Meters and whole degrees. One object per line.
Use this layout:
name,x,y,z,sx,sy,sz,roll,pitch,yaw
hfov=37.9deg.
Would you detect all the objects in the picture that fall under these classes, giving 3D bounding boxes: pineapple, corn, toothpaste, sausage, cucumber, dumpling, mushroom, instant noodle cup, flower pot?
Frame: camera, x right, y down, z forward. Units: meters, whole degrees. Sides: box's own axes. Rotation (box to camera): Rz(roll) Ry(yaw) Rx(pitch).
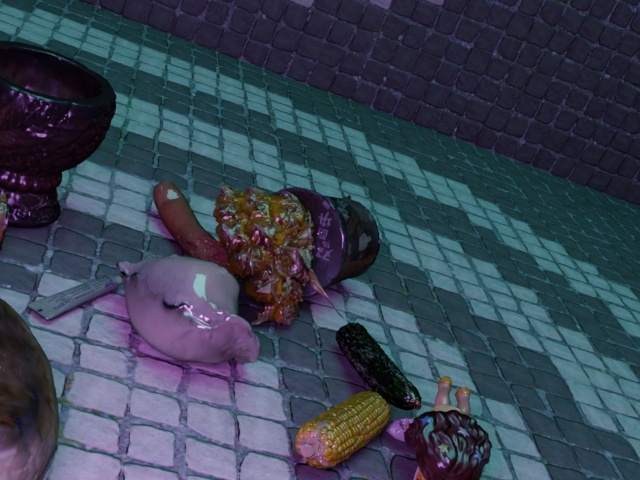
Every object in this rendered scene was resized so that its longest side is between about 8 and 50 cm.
pineapple,-0.093,0.000,1.692,0.161,0.158,0.335,44,27,-60
corn,0.038,0.288,1.424,0.080,0.080,0.238,34,22,23
toothpaste,-0.388,0.088,1.506,0.048,0.029,0.197,29,26,19
sausage,-0.248,-0.014,1.809,0.078,0.078,0.304,3,32,-42
cucumber,0.098,0.221,1.588,0.067,0.068,0.293,15,13,-22
dumpling,-0.200,0.110,1.506,0.227,0.175,0.243,43,15,-53
mushroom,-0.399,0.168,1.069,0.247,0.130,0.344,56,4,-37
instant noodle cup,0.000,0.000,1.866,0.217,0.217,0.207,35,18,23
flower pot,-0.521,-0.180,1.654,0.266,0.267,0.266,20,24,-9

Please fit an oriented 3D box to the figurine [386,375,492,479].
figurine,0.201,0.314,1.477,0.174,0.116,0.240,24,22,-2

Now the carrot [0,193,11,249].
carrot,-0.627,-0.034,1.475,0.263,0.102,0.102,2,31,-30
